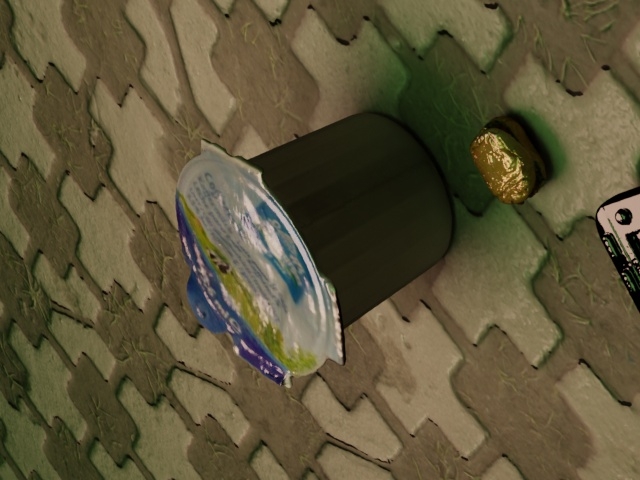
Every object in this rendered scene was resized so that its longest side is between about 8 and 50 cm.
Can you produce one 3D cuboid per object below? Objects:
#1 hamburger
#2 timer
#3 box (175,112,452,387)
[{"bbox_3d":[0.177,-0.074,1.831,0.083,0.044,0.076,57,149,3],"label":"hamburger"},{"bbox_3d":[0.328,0.008,1.664,0.187,0.055,0.144,-21,99,56],"label":"timer"},{"bbox_3d":[0.000,0.000,2.006,0.262,0.206,0.291,57,151,8],"label":"box"}]
